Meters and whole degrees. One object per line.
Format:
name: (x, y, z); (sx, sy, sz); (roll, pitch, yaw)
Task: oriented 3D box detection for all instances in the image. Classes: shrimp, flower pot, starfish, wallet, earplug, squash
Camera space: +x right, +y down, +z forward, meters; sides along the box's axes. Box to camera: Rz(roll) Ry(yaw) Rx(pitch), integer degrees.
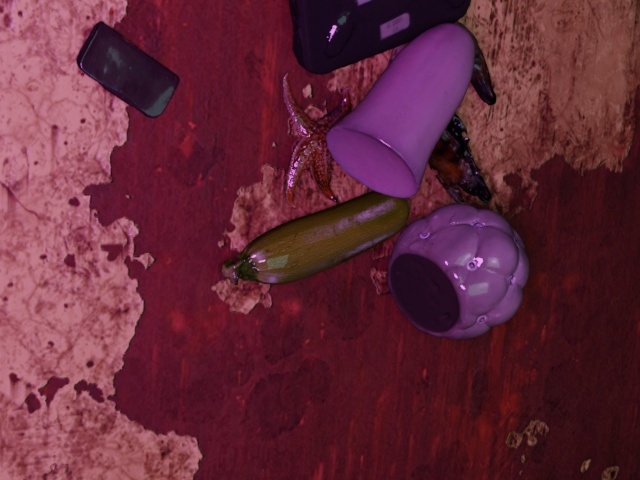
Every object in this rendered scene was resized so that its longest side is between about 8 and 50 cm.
shrimp: (0.249, -0.240, 1.930); (0.233, 0.071, 0.365); (-46, 117, -24)
flower pot: (0.245, 0.053, 1.886); (0.195, 0.246, 0.246); (-27, 115, -35)
starfish: (-0.007, -0.164, 1.769); (0.213, 0.057, 0.238); (-48, 124, -26)
wallet: (-0.282, -0.247, 1.578); (0.157, 0.018, 0.082); (32, 81, -36)
earplug: (0.159, -0.237, 1.754); (0.172, 0.172, 0.301); (47, 66, -33)
squash: (0.000, 0.000, 1.784); (0.379, 0.101, 0.101); (-22, 112, -34)

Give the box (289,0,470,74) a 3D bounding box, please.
box: (0.100, -0.462, 1.696); (0.359, 0.091, 0.350); (-26, 133, -20)
